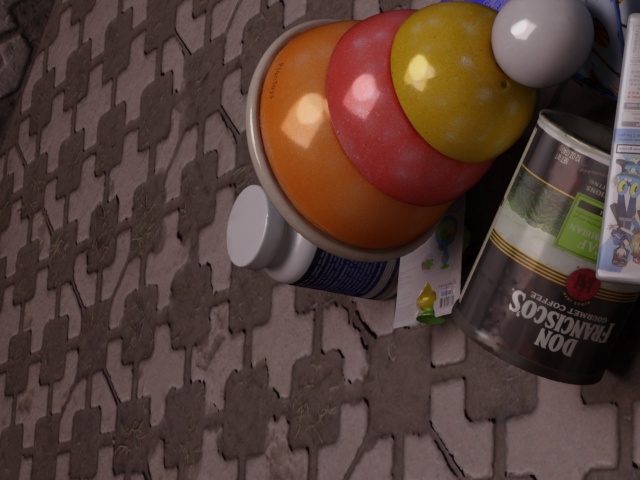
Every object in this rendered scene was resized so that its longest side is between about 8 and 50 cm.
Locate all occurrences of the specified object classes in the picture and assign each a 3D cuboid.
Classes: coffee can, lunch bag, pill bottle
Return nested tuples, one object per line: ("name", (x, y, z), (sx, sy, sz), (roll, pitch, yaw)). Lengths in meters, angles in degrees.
("coffee can", (0.302, 0.006, 1.678), (0.201, 0.201, 0.275), (46, 119, 54))
("lunch bag", (0.336, -0.323, 1.699), (0.243, 0.115, 0.303), (46, 155, 51))
("pill bottle", (0.000, 0.000, 2.110), (0.153, 0.264, 0.153), (-24, 61, 53))

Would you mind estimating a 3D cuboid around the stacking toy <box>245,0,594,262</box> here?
("stacking toy", (0.159, -0.184, 1.766), (0.480, 0.350, 0.350), (-22, 62, 52))

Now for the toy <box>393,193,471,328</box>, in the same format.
("toy", (0.175, 0.011, 2.016), (0.137, 0.056, 0.237), (-20, 52, 48))

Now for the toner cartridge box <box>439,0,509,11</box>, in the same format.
("toner cartridge box", (0.278, -0.380, 1.962), (0.348, 0.075, 0.165), (-60, 37, 29))

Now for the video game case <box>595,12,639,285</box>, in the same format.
("video game case", (0.467, -0.089, 1.453), (0.329, 0.036, 0.300), (6, 85, 28))
